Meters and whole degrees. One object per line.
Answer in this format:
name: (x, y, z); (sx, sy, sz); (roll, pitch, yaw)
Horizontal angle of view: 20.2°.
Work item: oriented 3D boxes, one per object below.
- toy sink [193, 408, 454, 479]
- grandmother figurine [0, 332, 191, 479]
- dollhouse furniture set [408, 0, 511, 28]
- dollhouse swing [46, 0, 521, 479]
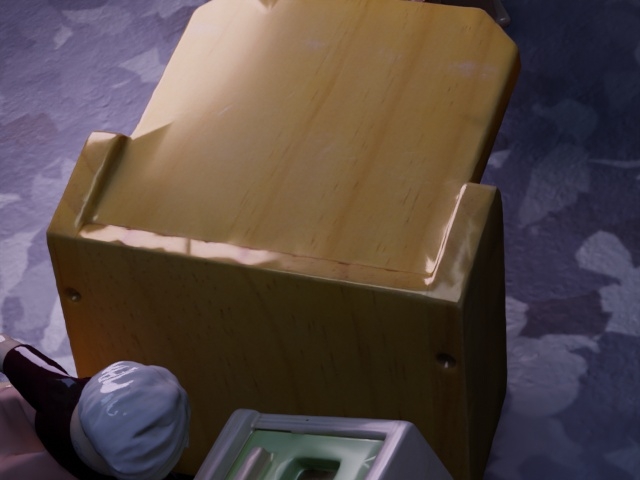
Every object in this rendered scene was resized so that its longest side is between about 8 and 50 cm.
toy sink: (-0.027, 0.225, 1.375); (0.234, 0.131, 0.153); (-1, 45, 41)
grandmother figurine: (-0.186, 0.156, 1.409); (0.208, 0.342, 0.104); (35, 69, -13)
dollhouse furniture set: (0.075, -0.292, 1.761); (0.135, 0.262, 0.259); (-22, 48, 0)
dollhouse swing: (0.000, 0.000, 1.528); (0.347, 0.315, 0.305); (8, 39, 19)
